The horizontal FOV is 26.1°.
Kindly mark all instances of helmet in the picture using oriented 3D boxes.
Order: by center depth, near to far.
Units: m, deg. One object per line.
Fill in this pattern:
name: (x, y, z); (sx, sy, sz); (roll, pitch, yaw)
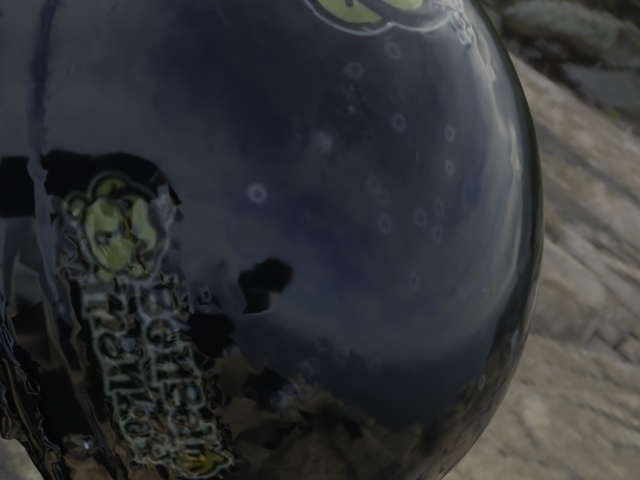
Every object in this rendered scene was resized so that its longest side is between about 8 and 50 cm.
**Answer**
helmet: (0.000, 0.000, 0.492); (0.230, 0.160, 0.279); (-48, 126, -63)
